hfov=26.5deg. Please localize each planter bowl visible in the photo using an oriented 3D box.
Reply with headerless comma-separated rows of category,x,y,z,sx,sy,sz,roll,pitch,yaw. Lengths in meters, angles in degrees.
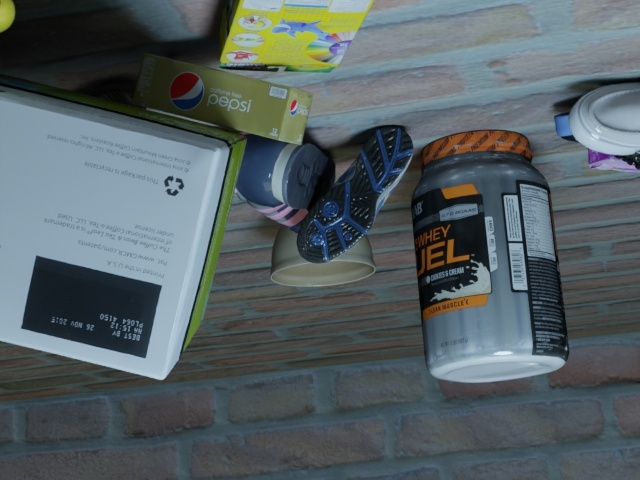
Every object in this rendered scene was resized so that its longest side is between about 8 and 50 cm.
planter bowl,0.000,0.000,2.081,0.162,0.109,0.162,-4,166,-1

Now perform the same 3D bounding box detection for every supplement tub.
supplement tub,0.224,0.023,1.834,0.193,0.316,0.193,-4,164,-1

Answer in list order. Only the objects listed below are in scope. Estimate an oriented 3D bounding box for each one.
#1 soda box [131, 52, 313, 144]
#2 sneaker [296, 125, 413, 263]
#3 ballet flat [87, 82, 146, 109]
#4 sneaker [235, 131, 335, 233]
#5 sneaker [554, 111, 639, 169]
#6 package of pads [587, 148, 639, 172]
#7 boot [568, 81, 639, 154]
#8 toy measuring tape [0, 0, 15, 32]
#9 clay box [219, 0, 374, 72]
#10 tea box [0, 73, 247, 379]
soda box,-0.105,-0.150,1.437,0.181,0.058,0.061,16,-175,21
sneaker,0.050,-0.053,1.784,0.211,0.080,0.081,-49,173,-2
ballet flat,-0.297,-0.127,1.605,0.250,0.058,0.084,-14,164,38
sneaker,-0.060,-0.084,1.816,0.131,0.112,0.319,16,170,12
sneaker,0.411,-0.126,1.734,0.232,0.090,0.081,-2,-175,-11
package of pads,0.407,-0.121,1.861,0.083,0.050,0.032,3,169,-28
boot,0.434,-0.173,1.631,0.258,0.095,0.123,-8,161,-20
toy measuring tape,-0.422,-0.213,1.138,0.330,0.121,0.121,6,162,-21
clay box,-0.027,-0.225,1.331,0.127,0.053,0.222,1,166,-12
tea box,-0.263,-0.033,1.324,0.329,0.220,0.323,14,-174,-1
